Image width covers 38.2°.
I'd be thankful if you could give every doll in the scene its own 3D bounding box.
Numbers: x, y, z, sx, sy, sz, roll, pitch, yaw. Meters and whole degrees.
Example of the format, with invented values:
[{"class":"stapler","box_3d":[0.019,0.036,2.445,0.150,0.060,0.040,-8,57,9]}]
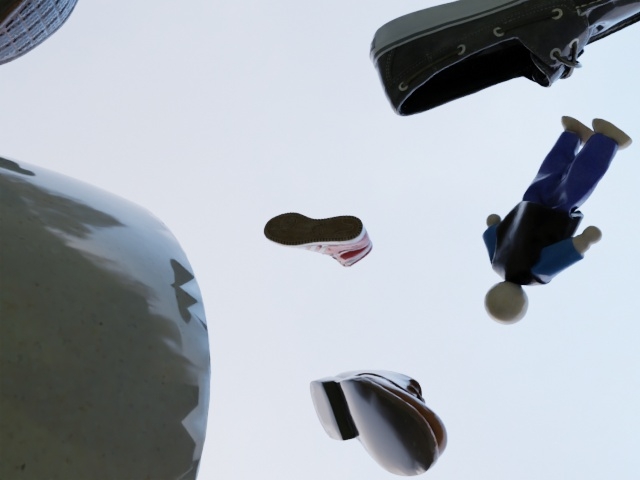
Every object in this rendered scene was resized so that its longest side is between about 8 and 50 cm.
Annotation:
[{"class":"doll","box_3d":[0.191,-0.015,0.778,0.189,0.046,0.129,-60,-150,-6]}]

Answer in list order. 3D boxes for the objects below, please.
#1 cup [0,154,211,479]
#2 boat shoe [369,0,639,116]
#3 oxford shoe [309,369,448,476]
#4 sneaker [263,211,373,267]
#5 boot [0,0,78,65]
[{"class":"cup","box_3d":[-0.251,0.074,0.426,0.331,0.237,0.330,-21,-127,30]},{"class":"boat shoe","box_3d":[0.150,-0.142,0.663,0.229,0.080,0.076,-13,-110,8]},{"class":"oxford shoe","box_3d":[0.058,0.134,0.756,0.076,0.212,0.076,-17,-83,-17]},{"class":"sneaker","box_3d":[0.000,0.000,1.020,0.119,0.067,0.042,2,-114,23]},{"class":"boot","box_3d":[-0.281,-0.268,0.886,0.106,0.082,0.219,36,-105,9]}]
